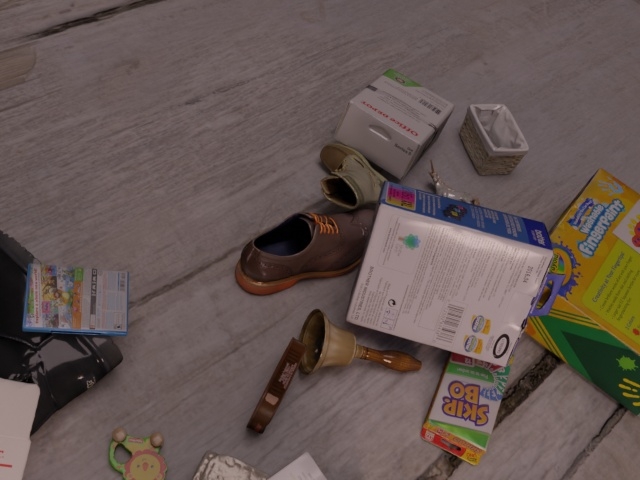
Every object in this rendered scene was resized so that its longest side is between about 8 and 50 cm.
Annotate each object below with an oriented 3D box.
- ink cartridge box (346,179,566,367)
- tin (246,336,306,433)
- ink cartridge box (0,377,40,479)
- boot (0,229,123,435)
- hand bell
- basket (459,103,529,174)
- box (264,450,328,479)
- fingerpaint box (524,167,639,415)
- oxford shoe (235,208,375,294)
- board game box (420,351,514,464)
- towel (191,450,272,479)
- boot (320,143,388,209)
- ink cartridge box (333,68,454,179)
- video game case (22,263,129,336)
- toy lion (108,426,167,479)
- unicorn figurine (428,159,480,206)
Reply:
[{"bbox_3d":[0.273,0.072,1.440,0.395,0.270,0.151,16,27,3],"label":"ink cartridge box"},{"bbox_3d":[-0.077,0.260,1.331,0.040,0.106,0.190,30,51,-3],"label":"tin"},{"bbox_3d":[-0.529,0.352,0.993,0.207,0.119,0.354,21,68,-33],"label":"ink cartridge box"},{"bbox_3d":[-0.609,0.214,1.190,0.367,0.146,0.445,39,56,16],"label":"boot"},{"bbox_3d":[0.090,0.218,1.432,0.241,0.126,0.126,15,49,-21],"label":"hand bell"},{"bbox_3d":[0.437,-0.256,1.893,0.113,0.103,0.167,-4,54,-20],"label":"basket"},{"bbox_3d":[-0.082,0.479,1.019,0.322,0.058,0.232,-31,72,-23],"label":"box"},{"bbox_3d":[0.657,0.097,1.647,0.371,0.163,0.445,37,51,12],"label":"fingerpaint box"},{"bbox_3d":[0.000,0.000,1.537,0.363,0.133,0.130,-23,62,-31],"label":"oxford shoe"},{"bbox_3d":[0.292,0.303,1.459,0.124,0.039,0.259,26,53,5],"label":"board game box"},{"bbox_3d":[-0.099,0.473,1.185,0.282,0.049,0.187,27,58,3],"label":"towel"},{"bbox_3d":[0.047,-0.146,1.663,0.213,0.077,0.165,42,30,23],"label":"boot"},{"bbox_3d":[0.183,-0.289,1.801,0.198,0.115,0.273,33,39,9],"label":"ink cartridge box"},{"bbox_3d":[-0.408,0.100,1.245,0.166,0.015,0.119,6,59,-23],"label":"video game case"},{"bbox_3d":[-0.303,0.366,1.228,0.100,0.034,0.096,11,58,-9],"label":"toy lion"},{"bbox_3d":[0.311,-0.104,1.773,0.161,0.060,0.111,24,47,-19],"label":"unicorn figurine"}]
